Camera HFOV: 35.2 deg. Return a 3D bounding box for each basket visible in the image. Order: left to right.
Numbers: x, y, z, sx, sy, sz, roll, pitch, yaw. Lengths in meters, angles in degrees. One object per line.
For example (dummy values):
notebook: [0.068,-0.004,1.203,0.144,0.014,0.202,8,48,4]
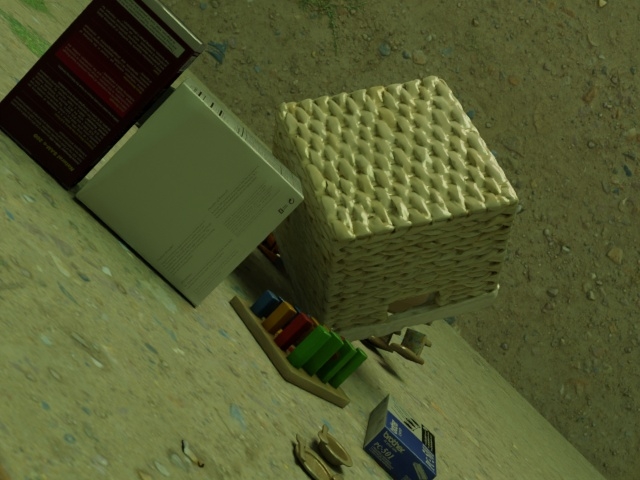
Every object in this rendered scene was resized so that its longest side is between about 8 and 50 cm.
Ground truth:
basket: [0.104,-0.051,1.647,0.266,0.328,0.331,95,-22,-50]

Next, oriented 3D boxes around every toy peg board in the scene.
toy peg board: [-0.020,0.134,1.407,0.160,0.079,0.161,50,8,38]

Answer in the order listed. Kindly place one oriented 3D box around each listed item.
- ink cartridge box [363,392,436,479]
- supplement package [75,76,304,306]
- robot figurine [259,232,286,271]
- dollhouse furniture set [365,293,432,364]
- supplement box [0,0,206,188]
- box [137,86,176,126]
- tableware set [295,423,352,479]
ink cartridge box: [0.115,0.286,1.432,0.097,0.046,0.207,44,7,1]
supplement package: [-0.161,-0.067,1.279,0.203,0.194,0.149,44,6,-11]
robot figurine: [0.000,0.000,1.875,0.291,0.211,0.085,37,15,7]
dollhouse furniture set: [0.120,0.092,1.982,0.242,0.212,0.161,17,-14,36]
supplement box: [-0.266,-0.194,1.219,0.130,0.239,0.073,44,5,-7]
box: [-0.214,-0.168,1.969,0.261,0.103,0.184,46,4,6]
tableware set: [0.036,0.274,1.137,0.169,0.020,0.141,45,6,5]
